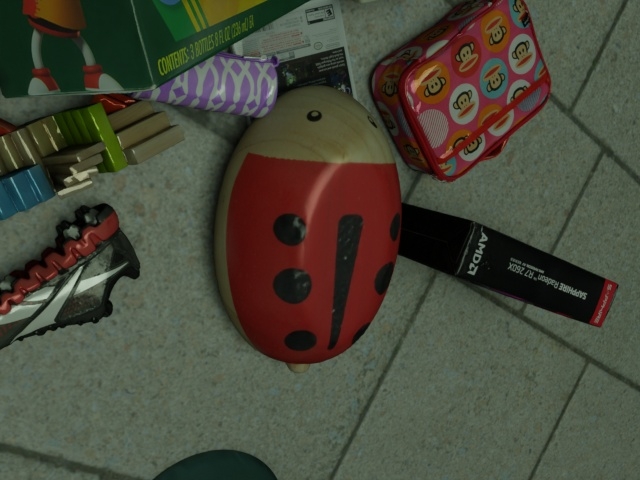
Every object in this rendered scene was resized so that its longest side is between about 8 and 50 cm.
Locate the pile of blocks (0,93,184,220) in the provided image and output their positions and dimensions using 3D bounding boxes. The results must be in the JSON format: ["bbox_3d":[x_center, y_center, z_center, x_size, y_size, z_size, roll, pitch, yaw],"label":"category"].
[{"bbox_3d":[-0.352,-0.105,0.764,0.362,0.149,0.113,-28,114,-20],"label":"pile of blocks"}]

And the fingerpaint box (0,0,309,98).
[{"bbox_3d":[-0.157,-0.383,0.618,0.445,0.163,0.371,-59,147,-57],"label":"fingerpaint box"}]

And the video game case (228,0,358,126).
[{"bbox_3d":[-0.040,-0.266,0.972,0.190,0.022,0.173,-21,111,-24],"label":"video game case"}]

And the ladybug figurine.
[{"bbox_3d":[0.000,0.000,0.963,0.305,0.162,0.450,-5,109,-28],"label":"ladybug figurine"}]

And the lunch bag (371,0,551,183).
[{"bbox_3d":[0.249,-0.244,1.087,0.293,0.120,0.258,-40,121,-14],"label":"lunch bag"}]

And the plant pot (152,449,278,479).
[{"bbox_3d":[-0.141,0.511,0.977,0.293,0.235,0.293,-7,104,-27],"label":"plant pot"}]

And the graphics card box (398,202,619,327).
[{"bbox_3d":[0.303,0.040,1.111,0.370,0.232,0.094,20,92,-32],"label":"graphics card box"}]

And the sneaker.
[{"bbox_3d":[-0.352,0.079,0.836,0.276,0.097,0.135,-42,116,-16],"label":"sneaker"}]

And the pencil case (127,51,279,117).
[{"bbox_3d":[-0.150,-0.214,0.832,0.206,0.086,0.088,-1,132,-36],"label":"pencil case"}]

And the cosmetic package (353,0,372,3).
[{"bbox_3d":[0.086,-0.507,0.886,0.160,0.113,0.310,-20,126,-24],"label":"cosmetic package"}]
